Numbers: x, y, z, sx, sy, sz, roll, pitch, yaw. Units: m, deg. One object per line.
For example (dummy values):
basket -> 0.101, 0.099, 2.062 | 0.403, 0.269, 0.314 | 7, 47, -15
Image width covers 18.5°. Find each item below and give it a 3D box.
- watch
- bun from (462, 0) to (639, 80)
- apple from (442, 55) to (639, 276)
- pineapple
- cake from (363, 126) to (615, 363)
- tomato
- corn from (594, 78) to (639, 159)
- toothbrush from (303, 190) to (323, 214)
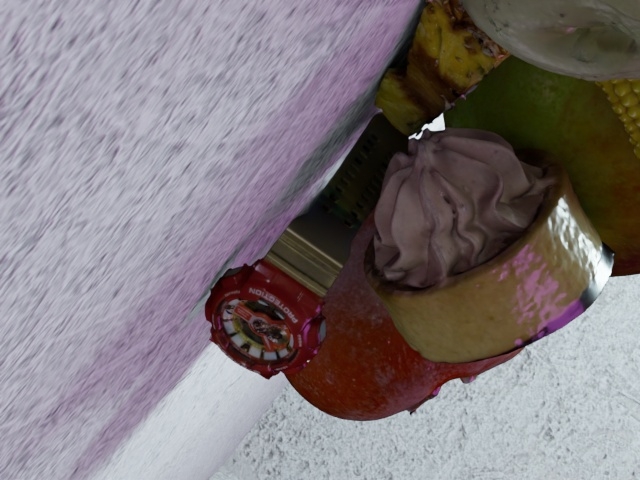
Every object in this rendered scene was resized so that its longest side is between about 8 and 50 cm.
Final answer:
watch -> -0.005, 0.007, 1.685 | 0.165, 0.102, 0.268 | -55, 180, 33
bun -> 0.246, -0.236, 1.247 | 0.326, 0.234, 0.362 | -55, -176, -20
apple -> 0.277, -0.133, 1.763 | 0.339, 0.339, 0.339 | -50, 176, -5
pineapple -> 0.121, -0.169, 1.554 | 0.135, 0.079, 0.233 | -40, 179, -17
cake -> 0.122, -0.018, 1.610 | 0.185, 0.178, 0.207 | -10, -157, 37
tomato -> 0.073, 0.050, 1.905 | 0.270, 0.227, 0.270 | -27, 176, -2
corn -> 0.256, -0.159, 1.538 | 0.115, 0.318, 0.115 | -32, -169, 7
toothbrush -> -0.037, 0.014, 1.836 | 0.162, 0.017, 0.014 | -50, 179, -1
